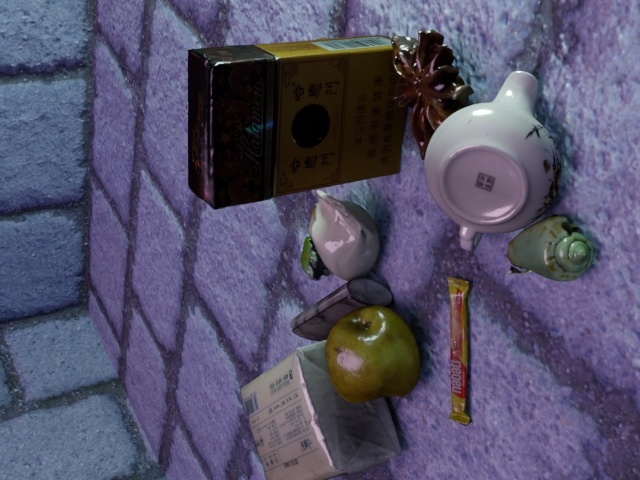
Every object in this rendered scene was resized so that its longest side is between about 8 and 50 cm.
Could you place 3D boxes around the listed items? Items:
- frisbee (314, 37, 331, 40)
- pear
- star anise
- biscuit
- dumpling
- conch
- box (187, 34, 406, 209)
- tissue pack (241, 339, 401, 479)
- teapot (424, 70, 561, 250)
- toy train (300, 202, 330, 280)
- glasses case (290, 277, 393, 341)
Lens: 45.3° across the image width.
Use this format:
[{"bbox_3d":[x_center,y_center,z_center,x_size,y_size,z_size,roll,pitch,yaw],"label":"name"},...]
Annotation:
[{"bbox_3d":[0.008,-0.315,1.680,0.251,0.021,0.251,28,124,54],"label":"frisbee"},{"bbox_3d":[0.103,0.233,1.555,0.200,0.200,0.200,27,123,52],"label":"pear"},{"bbox_3d":[0.197,-0.252,1.326,0.214,0.099,0.220,-151,48,-69],"label":"star anise"},{"bbox_3d":[0.262,0.209,1.443,0.048,0.026,0.292,8,109,37],"label":"biscuit"},{"bbox_3d":[0.040,-0.008,1.626,0.179,0.131,0.252,42,157,31],"label":"dumpling"},{"bbox_3d":[0.347,0.010,1.190,0.170,0.079,0.106,-2,85,63],"label":"conch"},{"bbox_3d":[-0.037,-0.224,1.397,0.116,0.415,0.264,39,132,47],"label":"box"},{"bbox_3d":[-0.011,0.414,1.785,0.380,0.207,0.297,-40,64,56],"label":"tissue pack"},{"bbox_3d":[0.265,-0.102,1.213,0.300,0.208,0.166,99,-172,-46],"label":"teapot"},{"bbox_3d":[0.000,0.000,1.765,0.081,0.060,0.202,53,140,45],"label":"toy train"},{"bbox_3d":[0.042,0.160,1.713,0.299,0.114,0.060,140,139,-57],"label":"glasses case"}]
